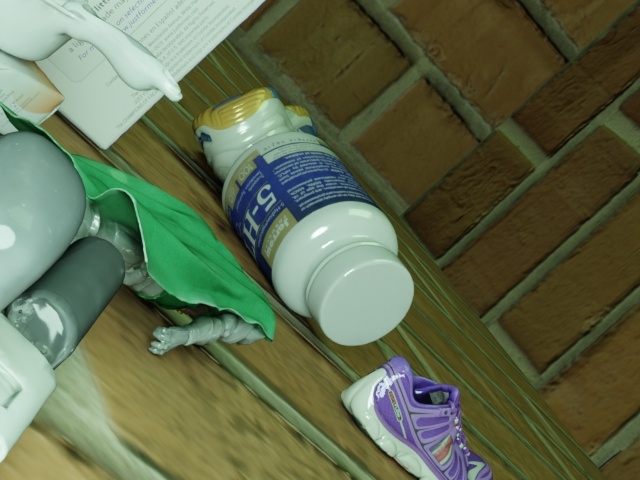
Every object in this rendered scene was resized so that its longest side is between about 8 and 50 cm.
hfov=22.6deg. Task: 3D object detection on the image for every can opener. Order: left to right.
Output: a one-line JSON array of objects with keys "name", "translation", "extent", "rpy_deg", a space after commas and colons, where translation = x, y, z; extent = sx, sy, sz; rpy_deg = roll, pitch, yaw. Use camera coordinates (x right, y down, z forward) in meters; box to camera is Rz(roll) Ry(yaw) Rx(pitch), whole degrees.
[{"name": "can opener", "translation": [-0.102, 0.006, 0.578], "extent": [0.076, 0.095, 0.283], "rpy_deg": [48, 6, -6]}]

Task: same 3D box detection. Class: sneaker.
[{"name": "sneaker", "translation": [-0.051, -0.061, 1.569], "extent": [0.131, 0.112, 0.296], "rpy_deg": [66, 9, 4]}, {"name": "sneaker", "translation": [0.088, 0.145, 1.203], "extent": [0.170, 0.071, 0.068], "rpy_deg": [44, 7, -42]}]

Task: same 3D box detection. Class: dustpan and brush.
[{"name": "dustpan and brush", "translation": [-0.157, -0.131, 0.883], "extent": [0.211, 0.060, 0.147], "rpy_deg": [48, 12, 20]}]

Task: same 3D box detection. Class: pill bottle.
[{"name": "pill bottle", "translation": [0.000, 0.000, 1.333], "extent": [0.112, 0.112, 0.186], "rpy_deg": [43, 7, -42]}]

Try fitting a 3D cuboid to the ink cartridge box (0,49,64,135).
[{"name": "ink cartridge box", "translation": [-0.231, -0.137, 0.876], "extent": [0.145, 0.045, 0.179], "rpy_deg": [49, 3, 20]}]

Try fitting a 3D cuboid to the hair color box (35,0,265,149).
[{"name": "hair color box", "translation": [-0.204, -0.242, 1.081], "extent": [0.339, 0.185, 0.110], "rpy_deg": [44, 6, -35]}]

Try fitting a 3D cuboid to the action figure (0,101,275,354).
[{"name": "action figure", "translation": [-0.083, 0.014, 0.847], "extent": [0.137, 0.063, 0.232], "rpy_deg": [49, 6, 31]}]
